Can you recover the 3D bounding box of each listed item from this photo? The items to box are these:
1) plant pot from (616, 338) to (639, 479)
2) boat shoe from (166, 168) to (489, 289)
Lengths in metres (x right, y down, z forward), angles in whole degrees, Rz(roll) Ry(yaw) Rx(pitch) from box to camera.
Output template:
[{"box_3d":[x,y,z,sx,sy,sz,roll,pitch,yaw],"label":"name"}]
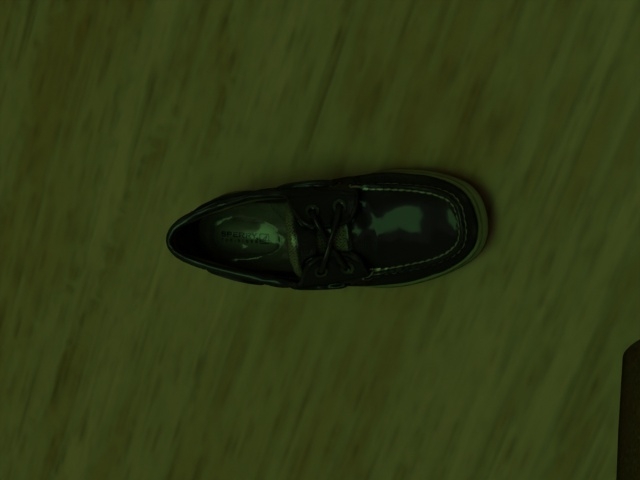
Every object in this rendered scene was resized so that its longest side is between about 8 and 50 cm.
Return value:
[{"box_3d":[0.196,0.143,0.569,0.237,0.237,0.254,-25,74,33],"label":"plant pot"},{"box_3d":[0.000,0.000,0.738,0.152,0.049,0.056,-7,97,32],"label":"boat shoe"}]
